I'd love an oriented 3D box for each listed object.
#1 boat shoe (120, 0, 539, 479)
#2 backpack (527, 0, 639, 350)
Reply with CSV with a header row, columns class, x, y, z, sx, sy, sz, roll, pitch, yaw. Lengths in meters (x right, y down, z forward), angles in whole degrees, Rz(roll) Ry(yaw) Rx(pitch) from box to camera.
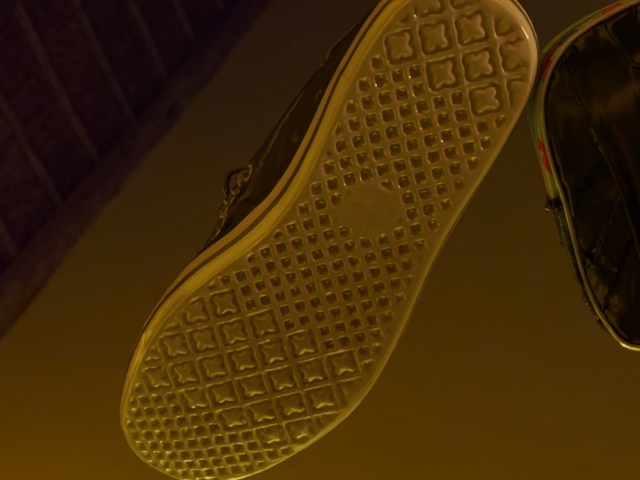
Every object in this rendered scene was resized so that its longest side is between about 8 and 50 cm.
class,x,y,z,sx,sy,sz,roll,pitch,yaw
boat shoe,0.000,0.000,0.879,0.187,0.156,0.500,30,-71,-10
backpack,0.278,-0.070,0.819,0.225,0.191,0.253,-21,-78,10
